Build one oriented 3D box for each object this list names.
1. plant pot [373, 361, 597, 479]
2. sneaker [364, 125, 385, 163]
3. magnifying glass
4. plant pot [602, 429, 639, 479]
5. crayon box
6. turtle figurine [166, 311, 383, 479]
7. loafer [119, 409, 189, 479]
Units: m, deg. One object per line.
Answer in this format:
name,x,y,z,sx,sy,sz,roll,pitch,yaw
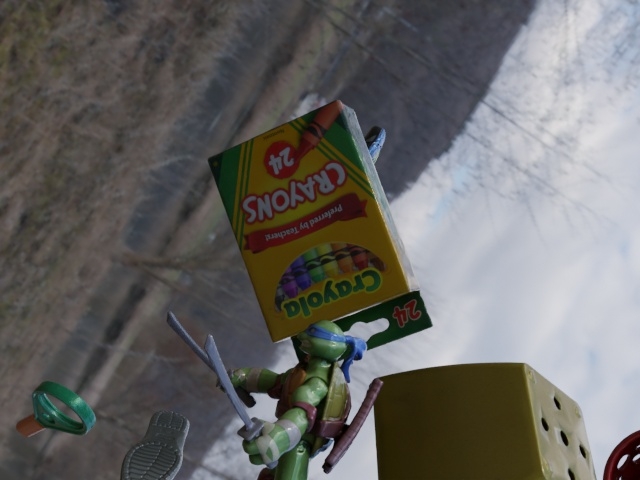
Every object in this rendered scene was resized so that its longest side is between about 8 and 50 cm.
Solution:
plant pot,0.203,0.259,1.088,0.187,0.212,0.212,-27,-135,29
sneaker,0.027,-0.124,1.456,0.188,0.078,0.067,-38,165,-15
magnifying glass,-0.383,0.248,1.315,0.231,0.092,0.026,-29,-159,53
plant pot,0.581,0.419,1.533,0.191,0.174,0.191,-18,-127,26
crayon box,0.000,0.000,1.238,0.202,0.318,0.081,-23,172,15
turtle figurine,-0.079,0.213,1.025,0.198,0.275,0.266,7,-89,47
loafer,-0.286,0.389,1.622,0.251,0.095,0.087,-64,171,-72
